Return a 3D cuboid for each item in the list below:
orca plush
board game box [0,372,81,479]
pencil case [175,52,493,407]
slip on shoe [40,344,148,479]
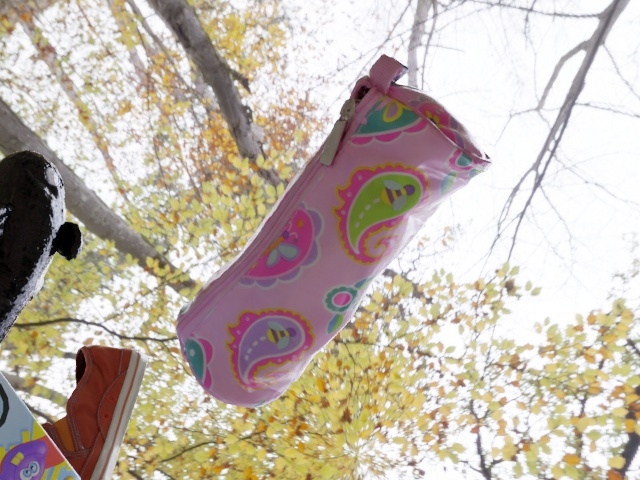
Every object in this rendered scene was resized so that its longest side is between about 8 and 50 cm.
[{"bbox_3d":[-0.350,0.009,0.597,0.151,0.102,0.287,20,-120,8],"label":"orca plush"},{"bbox_3d":[-0.300,0.086,0.339,0.144,0.275,0.142,-10,-155,39],"label":"board game box"},{"bbox_3d":[0.000,0.000,0.465,0.124,0.124,0.284,45,-71,17],"label":"pencil case"},{"bbox_3d":[-0.302,0.265,0.719,0.101,0.123,0.331,21,-140,-16],"label":"slip on shoe"}]
